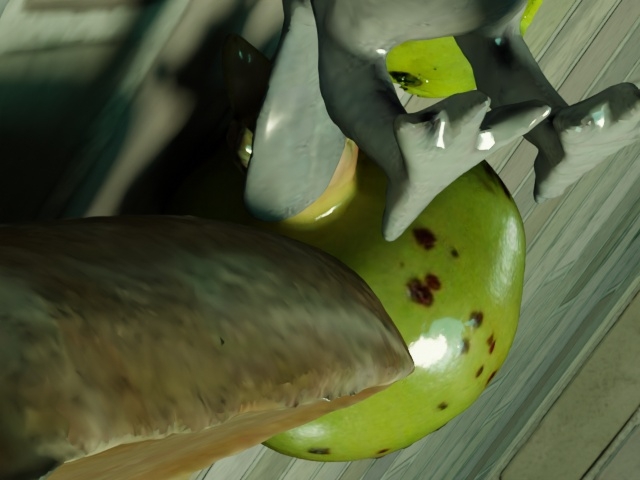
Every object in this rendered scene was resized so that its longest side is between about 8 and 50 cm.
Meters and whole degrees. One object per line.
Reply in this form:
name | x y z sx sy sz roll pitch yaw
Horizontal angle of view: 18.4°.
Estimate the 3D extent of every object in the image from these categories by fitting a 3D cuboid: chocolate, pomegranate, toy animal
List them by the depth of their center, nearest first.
toy animal | 0.027 -0.094 0.466 0.239 0.176 0.255 -8 164 -29
chocolate | -0.081 0.036 0.514 0.161 0.083 0.261 -24 173 20
pomegranate | -0.006 0.001 0.667 0.129 0.129 0.159 -49 123 -10

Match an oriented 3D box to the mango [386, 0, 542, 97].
mango | 0.048 -0.123 0.585 0.091 0.074 0.165 -51 163 -77
